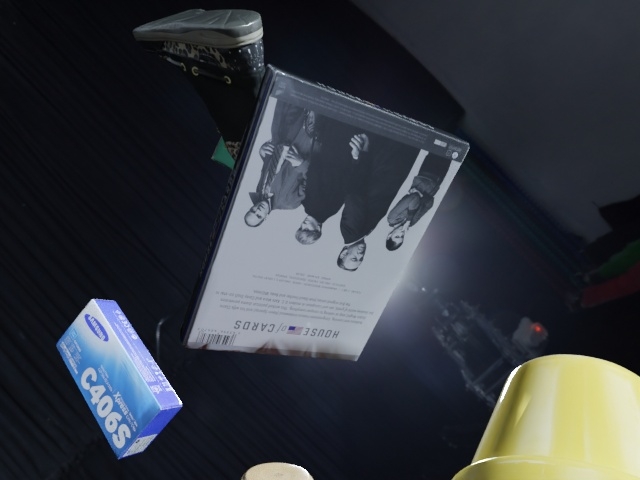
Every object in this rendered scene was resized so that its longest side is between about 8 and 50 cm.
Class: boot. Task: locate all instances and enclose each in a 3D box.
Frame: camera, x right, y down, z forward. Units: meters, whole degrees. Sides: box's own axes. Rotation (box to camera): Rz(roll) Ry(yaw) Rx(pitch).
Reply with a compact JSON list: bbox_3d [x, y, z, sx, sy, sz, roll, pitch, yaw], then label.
[{"bbox_3d":[-0.144,-0.198,0.606,0.085,0.236,0.179,-40,133,-30],"label":"boot"}]

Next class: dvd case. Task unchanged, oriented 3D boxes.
[{"bbox_3d":[0.000,0.000,0.396,0.239,0.179,0.030,-66,-151,22],"label":"dvd case"}]

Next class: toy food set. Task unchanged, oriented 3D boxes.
[{"bbox_3d":[-0.046,0.266,0.507,0.082,0.083,0.020,19,73,-72],"label":"toy food set"}]

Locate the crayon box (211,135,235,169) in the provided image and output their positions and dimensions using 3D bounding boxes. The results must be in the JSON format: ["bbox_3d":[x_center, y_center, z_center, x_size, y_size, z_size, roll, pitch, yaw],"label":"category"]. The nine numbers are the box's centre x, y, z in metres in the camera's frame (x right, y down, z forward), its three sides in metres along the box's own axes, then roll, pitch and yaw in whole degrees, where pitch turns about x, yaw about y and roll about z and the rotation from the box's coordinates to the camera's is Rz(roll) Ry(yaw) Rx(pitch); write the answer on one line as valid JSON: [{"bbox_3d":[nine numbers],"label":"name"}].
[{"bbox_3d":[-0.103,-0.178,1.217,0.081,0.318,0.202,-61,-176,14],"label":"crayon box"}]

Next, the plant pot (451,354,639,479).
[{"bbox_3d":[0.261,0.257,0.464,0.254,0.254,0.239,-47,-174,44],"label":"plant pot"}]

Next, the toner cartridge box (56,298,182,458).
[{"bbox_3d":[-0.490,0.320,1.114,0.165,0.348,0.075,-49,155,7],"label":"toner cartridge box"}]
